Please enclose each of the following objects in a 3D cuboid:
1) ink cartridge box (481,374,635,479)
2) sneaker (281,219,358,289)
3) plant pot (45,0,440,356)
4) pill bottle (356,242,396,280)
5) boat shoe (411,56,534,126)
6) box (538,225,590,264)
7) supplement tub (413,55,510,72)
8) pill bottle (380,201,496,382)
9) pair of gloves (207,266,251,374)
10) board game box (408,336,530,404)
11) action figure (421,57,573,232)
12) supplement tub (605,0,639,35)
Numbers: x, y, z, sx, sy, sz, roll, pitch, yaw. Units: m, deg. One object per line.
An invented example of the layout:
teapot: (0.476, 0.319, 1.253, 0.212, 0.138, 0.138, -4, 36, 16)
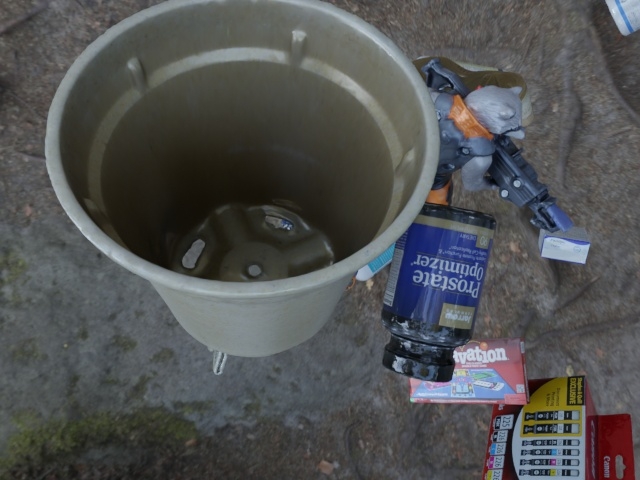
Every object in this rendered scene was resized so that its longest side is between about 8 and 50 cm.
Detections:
ink cartridge box: (0.505, 0.438, 1.345, 0.272, 0.309, 0.130, -12, 117, 28)
sneaker: (0.000, 0.000, 1.295, 0.083, 0.087, 0.221, -33, 94, 32)
plant pot: (-0.073, -0.031, 0.676, 0.334, 0.305, 0.333, 2, 61, -4)
pill bottle: (0.120, -0.004, 1.518, 0.264, 0.146, 0.146, -38, 92, -3)
boat shoe: (0.297, -0.308, 1.381, 0.341, 0.110, 0.121, 29, 80, 44)
box: (0.706, 0.005, 1.857, 0.126, 0.137, 0.072, 10, 111, 12)
supplement tub: (0.359, -0.392, 1.815, 0.325, 0.235, 0.235, 10, 103, 1)
pill bottle: (0.147, 0.065, 0.829, 0.123, 0.123, 0.219, 11, 92, 9)
pair of gloves: (-0.189, 0.126, 1.311, 0.042, 0.204, 0.240, 9, 109, -20)
board game box: (0.330, 0.299, 1.461, 0.282, 0.027, 0.144, -9, 79, 35)
action figure: (0.210, -0.093, 0.988, 0.341, 0.179, 0.330, 47, 134, 12)
supplement tub: (0.491, -0.362, 0.950, 0.107, 0.071, 0.071, -26, 95, 31)
